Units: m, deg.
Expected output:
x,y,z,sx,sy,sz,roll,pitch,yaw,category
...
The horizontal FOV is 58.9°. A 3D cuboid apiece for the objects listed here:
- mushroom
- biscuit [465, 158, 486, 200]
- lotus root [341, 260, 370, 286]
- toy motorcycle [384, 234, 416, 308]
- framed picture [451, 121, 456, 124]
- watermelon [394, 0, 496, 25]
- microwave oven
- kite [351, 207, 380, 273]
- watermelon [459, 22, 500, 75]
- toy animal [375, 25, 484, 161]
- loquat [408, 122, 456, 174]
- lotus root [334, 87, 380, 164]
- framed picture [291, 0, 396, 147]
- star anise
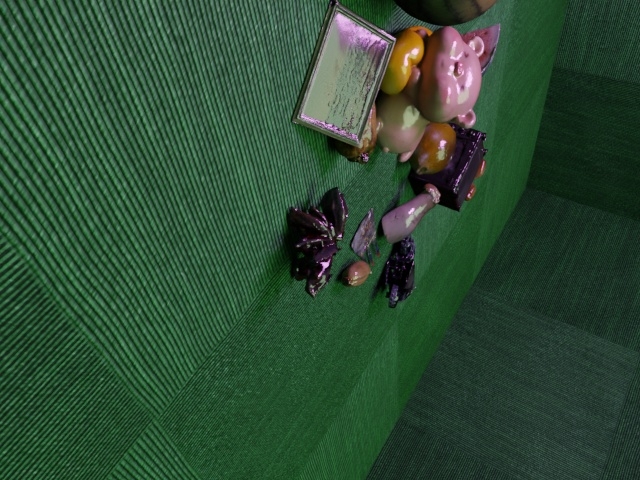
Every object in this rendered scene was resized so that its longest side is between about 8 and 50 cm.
x,y,z,sx,sy,sz,roll,pitch,yaw,category
0.291,-0.082,1.808,0.225,0.093,0.116,-33,141,3,mushroom
0.492,-0.217,2.044,0.047,0.208,0.164,30,80,-31,biscuit
0.107,0.097,1.676,0.150,0.062,0.073,-25,139,-56,lotus root
0.287,0.111,2.005,0.159,0.106,0.271,38,65,-68,toy motorcycle
0.524,-0.541,2.042,0.216,0.016,0.273,-32,138,-53,framed picture
0.267,-0.593,1.177,0.359,0.278,0.279,-10,119,-63,watermelon
0.429,-0.253,1.902,0.247,0.178,0.188,-63,157,-11,microwave oven
0.146,0.014,1.742,0.141,0.015,0.245,-56,149,-21,kite
0.380,-0.495,1.609,0.256,0.260,0.176,-69,148,-40,watermelon
0.268,-0.367,1.397,0.277,0.246,0.345,16,96,-65,toy animal
0.339,-0.279,1.741,0.152,0.152,0.195,75,35,-53,loquat
0.087,-0.276,1.303,0.108,0.094,0.191,-29,130,-64,lotus root
0.056,-0.339,1.184,0.197,0.014,0.252,13,99,-40,framed picture
0.000,-0.004,1.322,0.212,0.129,0.283,73,37,-62,star anise
